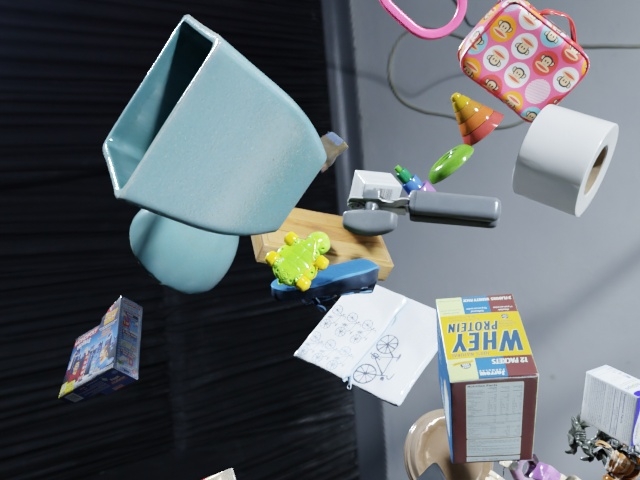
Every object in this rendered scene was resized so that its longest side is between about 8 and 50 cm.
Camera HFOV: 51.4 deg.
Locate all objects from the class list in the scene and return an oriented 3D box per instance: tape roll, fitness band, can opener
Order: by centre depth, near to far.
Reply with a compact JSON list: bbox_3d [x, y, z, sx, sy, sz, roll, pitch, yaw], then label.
[{"bbox_3d":[0.183,-0.040,1.223,0.284,0.076,0.095,6,73,13],"label":"can opener"},{"bbox_3d":[0.611,-0.201,1.663,0.169,0.246,0.246,27,115,28],"label":"tape roll"},{"bbox_3d":[0.304,-0.739,1.998,0.291,0.054,0.209,41,99,-2],"label":"fitness band"}]

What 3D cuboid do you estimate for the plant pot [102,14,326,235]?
[{"bbox_3d":[-0.141,-0.146,0.993,0.247,0.252,0.247,-55,31,9],"label":"plant pot"}]

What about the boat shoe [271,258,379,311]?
[{"bbox_3d":[0.018,0.111,1.479,0.109,0.259,0.088,-131,37,-61],"label":"boat shoe"}]

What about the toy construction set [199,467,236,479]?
[{"bbox_3d":[-0.146,0.487,0.992,0.237,0.257,0.308,-26,46,15],"label":"toy construction set"}]

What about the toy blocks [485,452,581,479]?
[{"bbox_3d":[0.541,0.686,1.542,0.288,0.260,0.309,-55,12,-12],"label":"toy blocks"}]

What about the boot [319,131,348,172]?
[{"bbox_3d":[0.012,-0.269,1.952,0.082,0.106,0.219,54,-179,-28],"label":"boot"}]

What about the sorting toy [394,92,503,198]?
[{"bbox_3d":[0.293,-0.235,1.590,0.126,0.365,0.127,48,153,-8],"label":"sorting toy"}]

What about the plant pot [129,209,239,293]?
[{"bbox_3d":[-0.330,-0.030,1.773,0.195,0.290,0.290,-40,66,36],"label":"plant pot"}]

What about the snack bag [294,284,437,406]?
[{"bbox_3d":[0.151,0.261,1.780,0.343,0.323,0.037,22,145,34],"label":"snack bag"}]

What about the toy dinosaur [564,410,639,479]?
[{"bbox_3d":[0.778,0.565,1.766,0.164,0.322,0.218,55,167,-25],"label":"toy dinosaur"}]

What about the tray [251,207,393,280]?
[{"bbox_3d":[0.000,0.000,1.968,0.076,0.411,0.202,-62,30,34],"label":"tray"}]

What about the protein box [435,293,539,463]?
[{"bbox_3d":[0.277,0.234,1.135,0.199,0.136,0.201,-87,-10,-56],"label":"protein box"}]

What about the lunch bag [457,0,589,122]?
[{"bbox_3d":[0.526,-0.474,1.694,0.258,0.293,0.120,-48,15,26],"label":"lunch bag"}]

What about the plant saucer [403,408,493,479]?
[{"bbox_3d":[0.378,0.627,1.923,0.041,0.278,0.277,122,129,-65],"label":"plant saucer"}]

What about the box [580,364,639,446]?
[{"bbox_3d":[0.673,0.370,1.503,0.137,0.072,0.126,27,121,56],"label":"box"}]

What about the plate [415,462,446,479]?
[{"bbox_3d":[0.170,0.575,1.144,0.277,0.045,0.278,-50,26,12],"label":"plate"}]

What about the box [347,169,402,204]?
[{"bbox_3d":[0.135,-0.113,1.674,0.087,0.101,0.101,-118,36,-56],"label":"box"}]

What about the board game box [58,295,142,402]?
[{"bbox_3d":[-0.441,0.223,1.379,0.194,0.060,0.194,-29,40,30],"label":"board game box"}]

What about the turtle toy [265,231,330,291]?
[{"bbox_3d":[-0.032,0.033,1.184,0.095,0.130,0.066,39,163,13],"label":"turtle toy"}]
